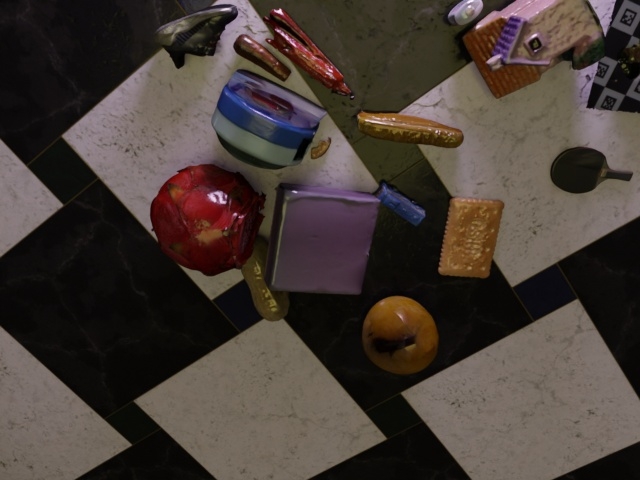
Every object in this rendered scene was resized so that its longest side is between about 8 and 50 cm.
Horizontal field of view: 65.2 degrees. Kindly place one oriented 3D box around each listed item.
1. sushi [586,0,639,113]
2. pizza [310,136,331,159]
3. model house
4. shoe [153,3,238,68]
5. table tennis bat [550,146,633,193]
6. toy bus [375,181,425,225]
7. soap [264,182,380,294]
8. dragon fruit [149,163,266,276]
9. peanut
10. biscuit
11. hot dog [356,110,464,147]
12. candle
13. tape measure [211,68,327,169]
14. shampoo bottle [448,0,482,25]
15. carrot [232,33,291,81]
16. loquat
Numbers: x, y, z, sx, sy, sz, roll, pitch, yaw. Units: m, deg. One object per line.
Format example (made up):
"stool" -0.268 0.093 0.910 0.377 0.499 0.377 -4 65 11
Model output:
"sushi" 0.826 -0.486 1.240 0.320 0.069 0.339 0 113 -7
"pizza" 0.000 -0.256 1.393 0.037 0.016 0.083 40 113 -15
"model house" 0.494 -0.452 1.176 0.237 0.237 0.202 -30 115 19
"shoe" -0.302 -0.514 1.259 0.228 0.099 0.112 -13 119 12
"table tennis bat" 0.750 -0.189 1.386 0.221 0.019 0.130 7 114 1
"toy bus" 0.228 -0.102 1.423 0.153 0.061 0.051 32 116 -12
"soap" 0.000 0.000 1.398 0.286 0.107 0.296 6 106 -20
"dragon fruit" -0.299 -0.059 1.348 0.302 0.296 0.295 27 116 28
"peanut" -0.164 0.109 1.499 0.111 0.125 0.274 -8 107 29
"biscuit" 0.441 -0.004 1.471 0.160 0.030 0.249 5 113 0
"hot dog" 0.237 -0.291 1.337 0.289 0.083 0.068 11 132 -2
"candle" -0.024 -0.467 1.281 0.302 0.059 0.084 38 119 -13
"tape measure" -0.136 -0.292 1.263 0.259 0.262 0.138 24 122 -7
"shampoo bottle" 0.350 -0.551 1.206 0.072 0.099 0.043 -37 107 16
"carrot" -0.149 -0.469 1.290 0.161 0.055 0.055 32 111 -13
"loquat" 0.235 0.284 1.498 0.235 0.235 0.235 1 113 2
